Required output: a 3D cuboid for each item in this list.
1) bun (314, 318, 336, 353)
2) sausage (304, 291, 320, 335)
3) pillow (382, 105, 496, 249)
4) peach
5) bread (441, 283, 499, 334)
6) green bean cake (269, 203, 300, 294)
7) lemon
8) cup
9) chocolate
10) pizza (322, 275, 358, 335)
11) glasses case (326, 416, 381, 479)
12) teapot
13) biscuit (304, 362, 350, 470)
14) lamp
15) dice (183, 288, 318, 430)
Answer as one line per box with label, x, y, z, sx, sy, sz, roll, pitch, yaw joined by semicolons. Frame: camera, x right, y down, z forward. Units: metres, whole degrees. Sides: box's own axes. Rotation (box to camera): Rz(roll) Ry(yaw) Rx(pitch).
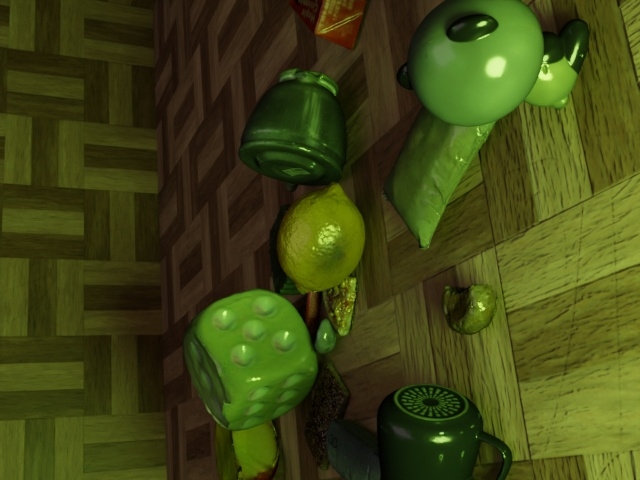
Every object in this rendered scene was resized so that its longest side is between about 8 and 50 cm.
bun;0.014;0.219;1.719;0.083;0.045;0.083;11;-90;-86
sausage;-0.020;0.165;1.823;0.034;0.034;0.129;-156;72;-64
pillow;0.201;-0.145;1.317;0.302;0.075;0.185;-66;34;34
peach;-0.204;0.550;2.035;0.154;0.159;0.267;-54;42;35
bread;0.242;0.111;1.218;0.113;0.060;0.082;174;98;-67
green bean cake;-0.064;0.025;1.861;0.185;0.094;0.183;126;139;-51
lemon;0.000;0.000;1.607;0.188;0.188;0.256;42;120;60
cup;0.193;0.342;1.209;0.223;0.169;0.176;15;108;34
chocolate;0.025;-0.588;1.712;0.237;0.108;0.234;-119;38;-47
pizza;0.042;0.123;1.681;0.131;0.041;0.178;-44;48;54
glasses case;0.084;0.443;1.524;0.282;0.067;0.109;-163;75;-66
teapot;-0.030;-0.250;1.746;0.240;0.321;0.239;5;73;27
biscuit;0.009;0.406;1.744;0.131;0.025;0.230;-127;46;-55
lamp;0.238;-0.247;1.041;0.198;0.244;0.197;11;103;63
dice;-0.173;0.287;1.820;0.249;0.254;0.252;55;149;31
